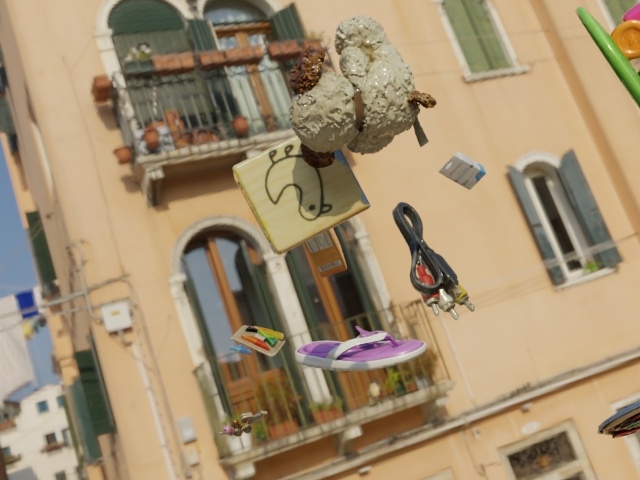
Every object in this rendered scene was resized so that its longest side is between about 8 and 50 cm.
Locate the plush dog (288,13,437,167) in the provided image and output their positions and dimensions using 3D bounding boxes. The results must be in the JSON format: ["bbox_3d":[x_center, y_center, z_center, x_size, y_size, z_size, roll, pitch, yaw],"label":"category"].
[{"bbox_3d":[0.052,-0.229,1.312,0.225,0.210,0.262,-21,-56,-19],"label":"plush dog"}]

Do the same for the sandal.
[{"bbox_3d":[0.097,0.302,2.187,0.416,0.102,0.169,-8,12,30],"label":"sandal"}]

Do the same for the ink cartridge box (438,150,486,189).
[{"bbox_3d":[0.264,-0.135,1.439,0.083,0.028,0.048,25,-57,-27],"label":"ink cartridge box"}]

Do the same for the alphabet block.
[{"bbox_3d":[-0.043,-0.097,1.488,0.197,0.192,0.193,-28,1,-6],"label":"alphabet block"}]

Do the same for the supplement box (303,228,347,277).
[{"bbox_3d":[0.000,0.000,1.865,0.080,0.078,0.233,-18,-33,3],"label":"supplement box"}]

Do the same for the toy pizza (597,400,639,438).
[{"bbox_3d":[0.625,0.332,1.453,0.201,0.032,0.201,-16,-29,-9],"label":"toy pizza"}]

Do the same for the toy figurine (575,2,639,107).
[{"bbox_3d":[0.313,-0.154,0.584,0.159,0.173,0.130,-34,1,23],"label":"toy figurine"}]

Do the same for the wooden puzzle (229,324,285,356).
[{"bbox_3d":[-0.092,0.146,1.130,0.079,0.014,0.116,18,13,0],"label":"wooden puzzle"}]

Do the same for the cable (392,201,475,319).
[{"bbox_3d":[0.195,0.038,1.538,0.139,0.287,0.072,0,-48,-36],"label":"cable"}]

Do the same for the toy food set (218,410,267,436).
[{"bbox_3d":[-0.177,0.416,1.708,0.078,0.019,0.122,7,-39,-33],"label":"toy food set"}]
